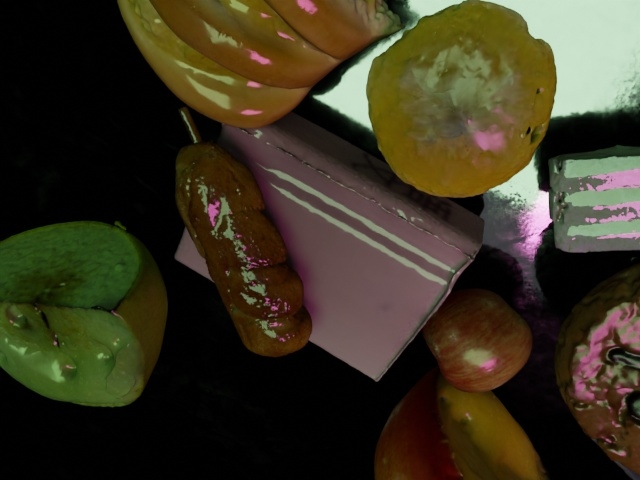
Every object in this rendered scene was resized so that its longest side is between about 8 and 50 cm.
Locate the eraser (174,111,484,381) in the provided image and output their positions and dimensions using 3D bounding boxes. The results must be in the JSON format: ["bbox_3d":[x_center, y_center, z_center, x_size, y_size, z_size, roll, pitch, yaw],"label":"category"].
[{"bbox_3d":[0.000,0.000,0.678,0.359,0.122,0.272,30,123,4],"label":"eraser"}]

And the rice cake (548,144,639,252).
[{"bbox_3d":[0.351,-0.043,0.487,0.211,0.038,0.124,-6,113,23],"label":"rice cake"}]

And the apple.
[{"bbox_3d":[0.215,0.135,0.655,0.131,0.146,0.146,-30,103,8],"label":"apple"}]

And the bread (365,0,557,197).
[{"bbox_3d":[0.151,-0.150,0.520,0.197,0.170,0.197,7,115,16],"label":"bread"}]

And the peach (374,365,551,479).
[{"bbox_3d":[0.208,0.394,0.695,0.306,0.380,0.242,32,124,-29],"label":"peach"}]

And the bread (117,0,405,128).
[{"bbox_3d":[-0.095,-0.292,0.499,0.270,0.211,0.316,-24,93,26],"label":"bread"}]

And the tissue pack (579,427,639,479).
[{"bbox_3d":[0.559,0.279,0.619,0.361,0.122,0.259,45,117,-4],"label":"tissue pack"}]

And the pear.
[{"bbox_3d":[-0.404,0.145,0.834,0.342,0.238,0.318,3,128,12],"label":"pear"}]

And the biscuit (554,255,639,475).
[{"bbox_3d":[0.410,0.152,0.510,0.296,0.075,0.296,7,110,19],"label":"biscuit"}]

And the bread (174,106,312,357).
[{"bbox_3d":[-0.108,0.003,0.599,0.124,0.084,0.344,-12,111,25],"label":"bread"}]
